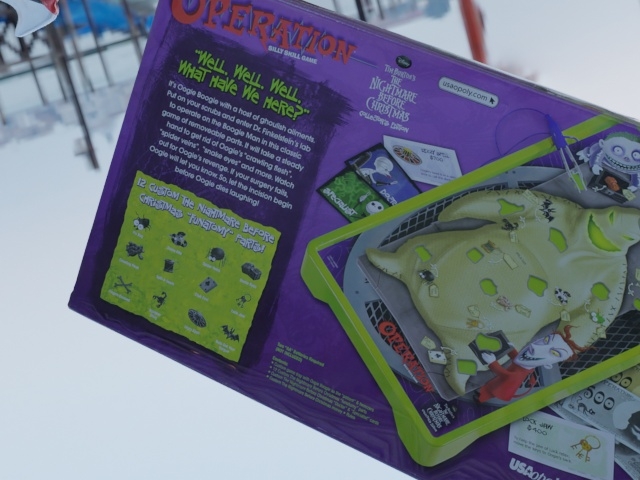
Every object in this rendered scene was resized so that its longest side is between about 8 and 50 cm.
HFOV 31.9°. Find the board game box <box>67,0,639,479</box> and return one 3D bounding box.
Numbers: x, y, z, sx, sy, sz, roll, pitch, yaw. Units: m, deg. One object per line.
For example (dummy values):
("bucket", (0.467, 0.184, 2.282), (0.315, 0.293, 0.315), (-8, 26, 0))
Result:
("board game box", (0.047, 0.007, 0.576), (0.347, 0.208, 0.056), (24, -162, 17))

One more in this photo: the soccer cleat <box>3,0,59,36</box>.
("soccer cleat", (-0.169, -0.143, 0.575), (0.035, 0.083, 0.029), (-40, -168, 2))
